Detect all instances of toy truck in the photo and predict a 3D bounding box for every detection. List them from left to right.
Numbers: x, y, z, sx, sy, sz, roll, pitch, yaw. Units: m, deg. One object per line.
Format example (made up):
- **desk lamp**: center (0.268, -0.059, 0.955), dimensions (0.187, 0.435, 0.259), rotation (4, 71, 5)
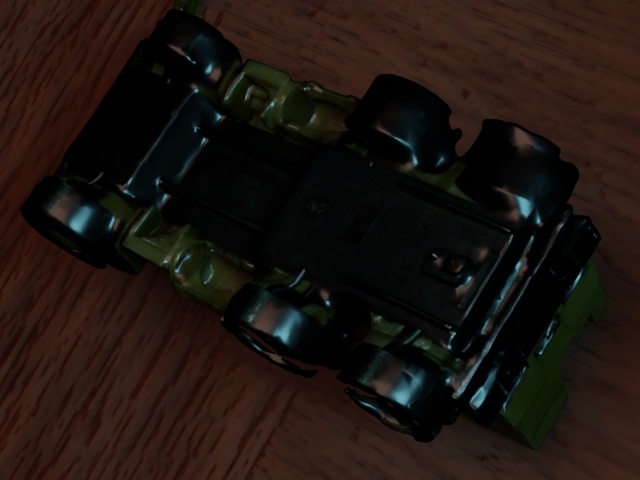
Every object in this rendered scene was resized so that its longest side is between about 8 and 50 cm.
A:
- **toy truck**: center (-0.003, -0.003, 0.727), dimensions (0.257, 0.127, 0.127), rotation (24, 77, 30)

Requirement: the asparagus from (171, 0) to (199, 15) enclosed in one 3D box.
- **asparagus**: center (-0.076, -0.109, 0.857), dimensions (0.023, 0.022, 0.233), rotation (22, 76, -15)
